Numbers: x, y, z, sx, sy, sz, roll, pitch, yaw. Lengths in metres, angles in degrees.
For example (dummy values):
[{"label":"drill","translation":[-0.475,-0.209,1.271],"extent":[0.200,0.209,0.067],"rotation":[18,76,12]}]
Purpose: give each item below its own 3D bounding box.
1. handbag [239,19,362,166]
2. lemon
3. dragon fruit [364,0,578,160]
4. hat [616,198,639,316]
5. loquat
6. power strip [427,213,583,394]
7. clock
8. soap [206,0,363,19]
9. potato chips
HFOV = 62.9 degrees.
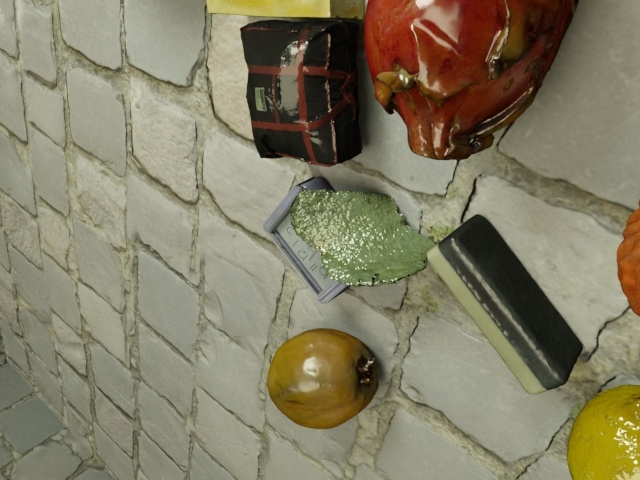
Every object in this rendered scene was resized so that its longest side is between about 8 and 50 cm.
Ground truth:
[{"label":"handbag","translation":[-0.022,-0.225,0.798],"extent":[0.169,0.155,0.215],"rotation":[9,117,30]},{"label":"lemon","translation":[0.406,0.274,0.660],"extent":[0.173,0.173,0.206],"rotation":[12,125,36]},{"label":"dragon fruit","translation":[0.162,-0.251,0.581],"extent":[0.250,0.250,0.315],"rotation":[13,120,36]},{"label":"hat","translation":[0.495,0.084,0.504],"extent":[0.285,0.285,0.400],"rotation":[-15,127,43]},{"label":"loquat","translation":[0.007,0.259,0.994],"extent":[0.234,0.176,0.187],"rotation":[-26,135,26]},{"label":"power strip","translation":[0.263,0.092,0.741],"extent":[0.257,0.105,0.070],"rotation":[53,135,7]},{"label":"clock","translation":[0.000,0.000,0.944],"extent":[0.193,0.073,0.145],"rotation":[52,133,8]},{"label":"soap","translation":[-0.060,-0.364,0.808],"extent":[0.252,0.092,0.037],"rotation":[18,116,33]},{"label":"potato chips","translation":[0.062,-0.011,0.835],"extent":[0.228,0.167,0.059],"rotation":[45,175,17]}]
